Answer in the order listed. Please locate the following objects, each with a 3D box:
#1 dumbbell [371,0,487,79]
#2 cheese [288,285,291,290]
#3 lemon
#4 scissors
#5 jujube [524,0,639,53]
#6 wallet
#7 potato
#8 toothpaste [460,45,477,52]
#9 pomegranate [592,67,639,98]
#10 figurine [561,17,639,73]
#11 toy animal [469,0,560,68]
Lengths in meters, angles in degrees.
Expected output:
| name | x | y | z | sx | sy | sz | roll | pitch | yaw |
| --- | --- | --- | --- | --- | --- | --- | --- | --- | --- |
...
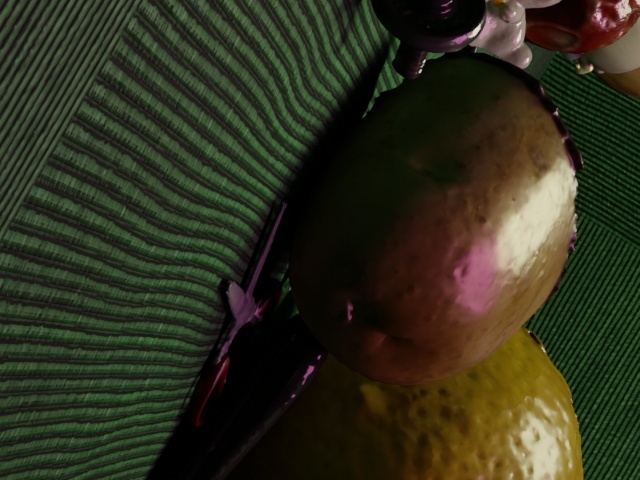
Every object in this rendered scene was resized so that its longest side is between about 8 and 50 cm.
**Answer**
| name | x | y | z | sx | sy | sz | roll | pitch | yaw |
| --- | --- | --- | --- | --- | --- | --- | --- | --- | --- |
| dumbbell | 0.085 | -0.192 | 1.258 | 0.081 | 0.081 | 0.254 | -55 | 171 | -36 |
| cheese | -0.001 | 0.000 | 1.751 | 0.111 | 0.017 | 0.047 | -59 | 176 | -15 |
| lemon | 0.065 | 0.217 | 1.842 | 0.387 | 0.350 | 0.350 | -33 | 159 | -34 |
| scissors | -0.062 | 0.053 | 1.529 | 0.144 | 0.017 | 0.247 | -58 | 172 | -25 |
| jujube | 0.253 | -0.276 | 1.915 | 0.230 | 0.155 | 0.155 | -66 | -178 | -59 |
| wallet | -0.084 | 0.167 | 1.678 | 0.245 | 0.052 | 0.168 | -51 | -176 | 2 |
| potato | 0.078 | 0.003 | 1.567 | 0.242 | 0.242 | 0.285 | -53 | 175 | -45 |
| toothpaste | 0.124 | -0.148 | 1.968 | 0.193 | 0.045 | 0.071 | -63 | -175 | -37 |
| pomegranate | 0.501 | -0.358 | 2.683 | 0.338 | 0.338 | 0.338 | -59 | 174 | -11 |
| figurine | 0.301 | -0.307 | 2.211 | 0.155 | 0.235 | 0.127 | -12 | -141 | 39 |
| toy animal | 0.179 | -0.263 | 1.749 | 0.181 | 0.131 | 0.127 | -54 | -152 | 20 |
